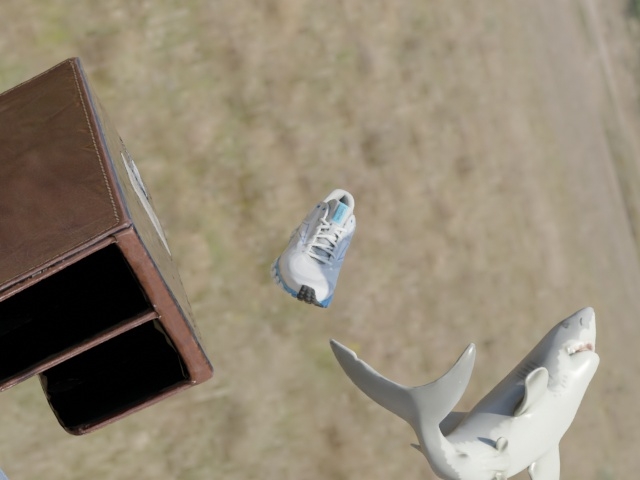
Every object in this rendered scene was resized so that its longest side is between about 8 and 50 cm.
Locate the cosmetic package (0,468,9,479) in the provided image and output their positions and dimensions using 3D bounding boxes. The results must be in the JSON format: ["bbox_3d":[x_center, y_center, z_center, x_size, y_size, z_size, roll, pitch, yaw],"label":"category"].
[{"bbox_3d":[-0.448,0.318,2.026,0.224,0.225,0.138,49,-31,22],"label":"cosmetic package"}]

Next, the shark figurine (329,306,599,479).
[{"bbox_3d":[0.098,0.131,1.367,0.278,0.116,0.166,-5,107,-56],"label":"shark figurine"}]

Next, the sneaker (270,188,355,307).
[{"bbox_3d":[0.000,0.000,1.972,0.071,0.083,0.190,27,26,-8],"label":"sneaker"}]

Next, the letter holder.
[{"bbox_3d":[-0.235,0.020,1.479,0.152,0.214,0.302,64,-1,-32],"label":"letter holder"}]
